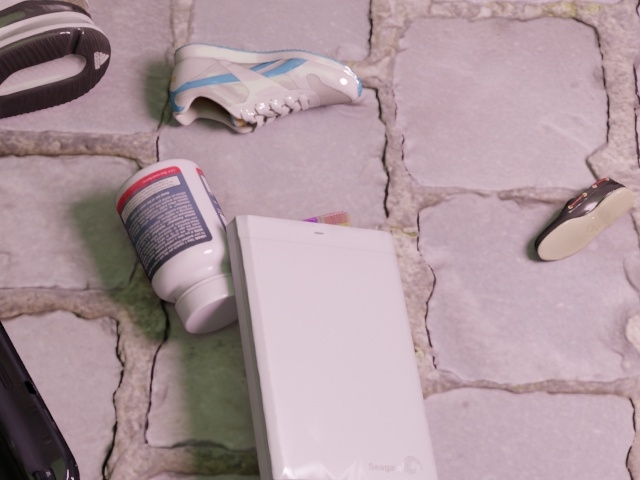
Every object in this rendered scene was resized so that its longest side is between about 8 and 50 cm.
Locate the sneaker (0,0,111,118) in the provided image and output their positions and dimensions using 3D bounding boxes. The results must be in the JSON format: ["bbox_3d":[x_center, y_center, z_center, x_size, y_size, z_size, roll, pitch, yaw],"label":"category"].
[{"bbox_3d":[-0.497,-0.247,2.074,0.448,0.169,0.257,-15,55,-17],"label":"sneaker"}]

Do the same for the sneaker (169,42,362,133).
[{"bbox_3d":[-0.065,-0.173,2.071,0.229,0.087,0.092,3,70,8],"label":"sneaker"}]

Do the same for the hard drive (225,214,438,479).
[{"bbox_3d":[0.011,0.124,1.895,0.203,0.040,0.307,6,59,-29],"label":"hard drive"}]

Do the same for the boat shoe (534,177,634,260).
[{"bbox_3d":[0.299,-0.024,2.021,0.133,0.049,0.042,-36,41,-10],"label":"boat shoe"}]

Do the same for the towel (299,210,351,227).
[{"bbox_3d":[0.000,0.000,2.020,0.083,0.009,0.060,-13,65,-7],"label":"towel"}]

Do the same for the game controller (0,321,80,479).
[{"bbox_3d":[-0.392,0.183,1.900,0.166,0.067,0.319,-32,67,-1],"label":"game controller"}]

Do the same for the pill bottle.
[{"bbox_3d":[-0.150,0.009,1.957,0.108,0.108,0.180,-22,65,-12],"label":"pill bottle"}]
